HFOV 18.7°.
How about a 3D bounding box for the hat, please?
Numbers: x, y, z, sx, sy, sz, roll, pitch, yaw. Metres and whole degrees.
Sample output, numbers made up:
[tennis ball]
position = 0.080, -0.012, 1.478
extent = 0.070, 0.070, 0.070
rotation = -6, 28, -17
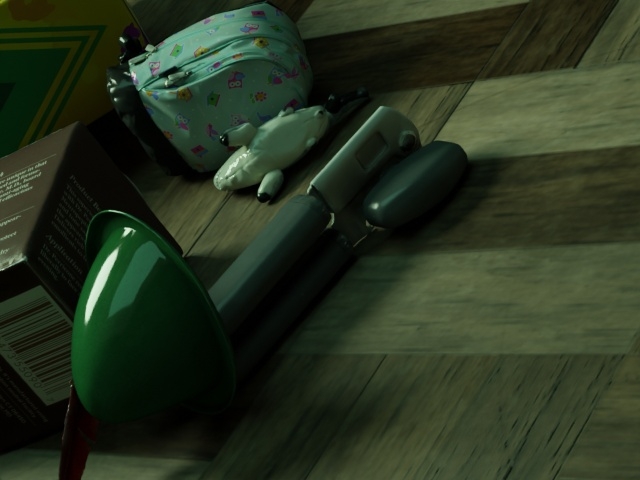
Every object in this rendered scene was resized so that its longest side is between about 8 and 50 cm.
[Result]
[hat]
position = -0.181, 0.108, 1.473
extent = 0.183, 0.208, 0.173
rotation = -33, 1, -30

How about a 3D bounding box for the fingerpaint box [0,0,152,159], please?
[fingerpaint box]
position = -0.394, -0.176, 2.086
extent = 0.371, 0.163, 0.445
rotation = -32, 18, -5

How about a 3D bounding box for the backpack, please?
[backpack]
position = -0.094, -0.143, 1.848
extent = 0.182, 0.152, 0.115
rotation = -25, 46, 14

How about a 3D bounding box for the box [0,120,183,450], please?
[box]
position = -0.246, 0.041, 1.680
extent = 0.167, 0.168, 0.203
rotation = -23, 30, 24

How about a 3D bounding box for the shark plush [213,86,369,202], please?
[shark plush]
position = -0.032, -0.101, 1.790
extent = 0.161, 0.073, 0.067
rotation = -45, -1, -8

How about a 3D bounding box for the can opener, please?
[can opener]
position = 0.000, 0.000, 1.572
extent = 0.280, 0.074, 0.093
rotation = -46, 30, -18
